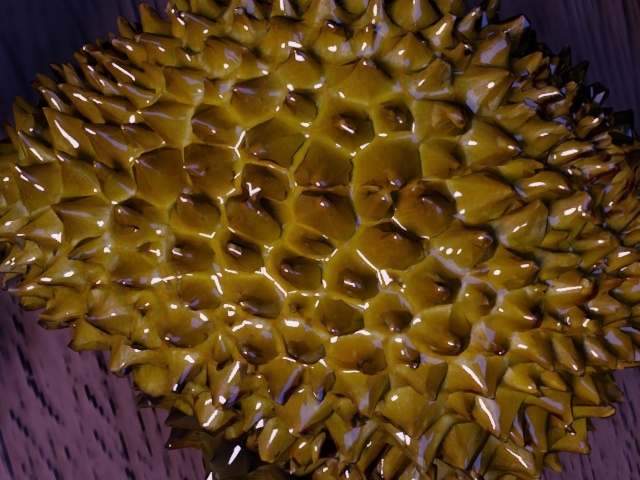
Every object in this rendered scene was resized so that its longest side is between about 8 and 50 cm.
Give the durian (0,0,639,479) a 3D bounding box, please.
[{"bbox_3d":[0.004,0.003,0.538,0.293,0.258,0.258,32,70,-19],"label":"durian"}]
